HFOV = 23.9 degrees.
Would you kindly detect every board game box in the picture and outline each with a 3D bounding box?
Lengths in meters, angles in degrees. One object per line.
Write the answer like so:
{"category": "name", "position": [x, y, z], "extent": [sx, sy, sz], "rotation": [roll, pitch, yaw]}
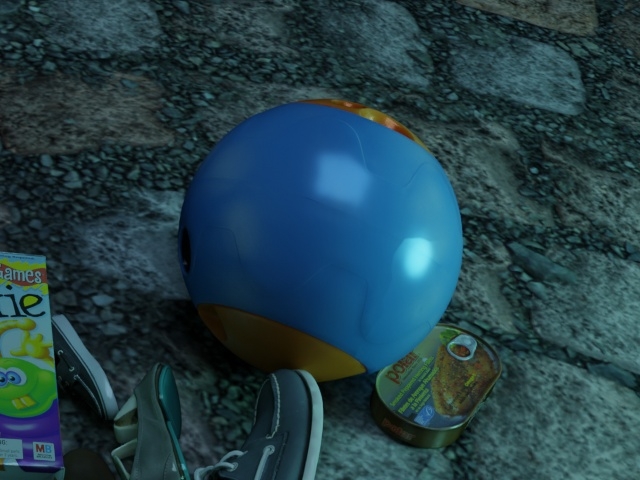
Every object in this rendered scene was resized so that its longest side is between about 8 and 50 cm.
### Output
{"category": "board game box", "position": [-0.311, 0.144, 1.319], "extent": [0.142, 0.144, 0.275], "rotation": [5, 37, -19]}

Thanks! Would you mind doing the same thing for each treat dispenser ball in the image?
{"category": "treat dispenser ball", "position": [0.000, 0.000, 1.535], "extent": [0.288, 0.288, 0.288], "rotation": [12, 34, -8]}

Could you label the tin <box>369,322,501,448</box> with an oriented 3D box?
{"category": "tin", "position": [0.121, 0.152, 1.601], "extent": [0.106, 0.040, 0.190], "rotation": [31, 36, 13]}

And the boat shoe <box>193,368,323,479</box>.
{"category": "boat shoe", "position": [-0.063, 0.223, 1.347], "extent": [0.099, 0.116, 0.319], "rotation": [16, 39, -9]}

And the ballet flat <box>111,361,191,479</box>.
{"category": "ballet flat", "position": [-0.161, 0.178, 1.397], "extent": [0.068, 0.072, 0.213], "rotation": [-16, 25, -3]}

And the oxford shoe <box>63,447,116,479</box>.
{"category": "oxford shoe", "position": [-0.187, 0.247, 1.274], "extent": [0.083, 0.096, 0.227], "rotation": [2, 35, -19]}

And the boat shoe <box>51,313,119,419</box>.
{"category": "boat shoe", "position": [-0.239, 0.128, 1.468], "extent": [0.040, 0.049, 0.142], "rotation": [-24, 48, -20]}
